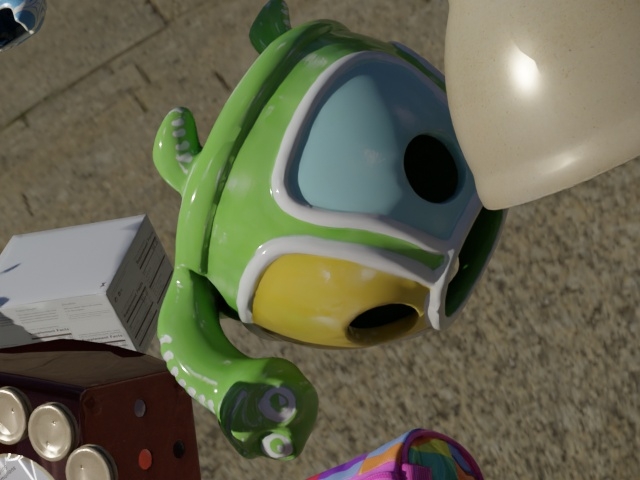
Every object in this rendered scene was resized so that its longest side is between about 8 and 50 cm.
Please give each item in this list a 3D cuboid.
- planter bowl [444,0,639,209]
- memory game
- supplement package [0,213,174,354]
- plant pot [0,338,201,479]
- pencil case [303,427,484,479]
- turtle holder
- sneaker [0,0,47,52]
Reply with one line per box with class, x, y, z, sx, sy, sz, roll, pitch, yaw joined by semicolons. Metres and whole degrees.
planter bowl;0.123;-0.100;0.561;0.162;0.109;0.162;-29;7;4
memory game;-0.190;0.185;0.767;0.186;0.012;0.186;4;98;30
supplement package;-0.395;0.088;1.932;0.262;0.145;0.204;-8;36;20
plant pot;-0.284;0.248;1.364;0.236;0.267;0.267;-8;88;33
pencil case;-0.003;0.203;0.776;0.236;0.104;0.104;-31;46;30
turtle holder;0.005;-0.018;0.916;0.227;0.243;0.320;23;39;18
sneaker;-0.526;-0.323;1.879;0.237;0.085;0.086;-21;33;33
